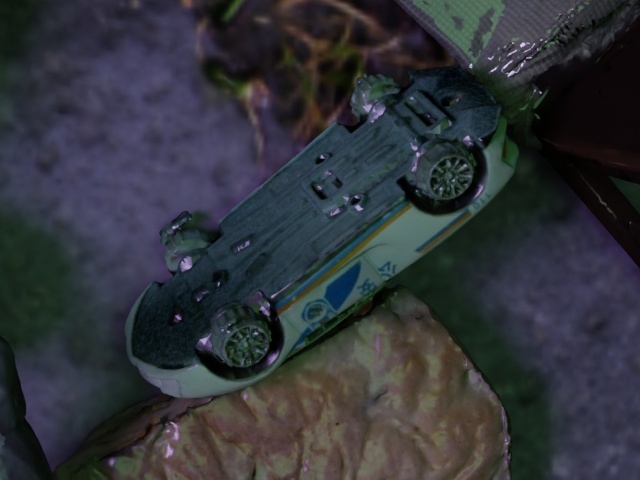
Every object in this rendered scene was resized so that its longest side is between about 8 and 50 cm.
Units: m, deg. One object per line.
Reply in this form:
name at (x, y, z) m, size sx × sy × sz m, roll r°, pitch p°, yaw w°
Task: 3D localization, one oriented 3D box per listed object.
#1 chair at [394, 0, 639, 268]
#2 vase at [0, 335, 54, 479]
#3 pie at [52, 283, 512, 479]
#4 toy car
chair at (0.149, -0.097, 0.714) m, size 0.160 × 0.186 × 0.319 m, roll -45°, pitch 108°, yaw -7°
vase at (-0.124, 0.132, 0.659) m, size 0.060 × 0.060 × 0.211 m, roll -11°, pitch 113°, yaw -19°
pie at (-0.010, 0.130, 0.733) m, size 0.218 × 0.052 × 0.185 m, roll -27°, pitch 100°, yaw -18°
toy car at (0.000, 0.000, 0.707) m, size 0.186 × 0.093 × 0.058 m, roll -39°, pitch 126°, yaw 1°
